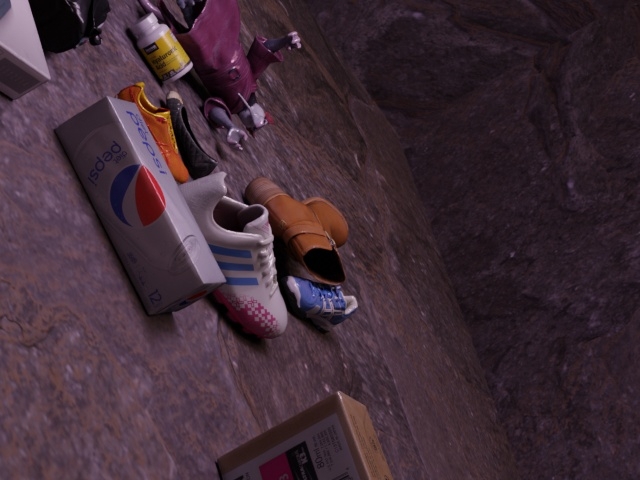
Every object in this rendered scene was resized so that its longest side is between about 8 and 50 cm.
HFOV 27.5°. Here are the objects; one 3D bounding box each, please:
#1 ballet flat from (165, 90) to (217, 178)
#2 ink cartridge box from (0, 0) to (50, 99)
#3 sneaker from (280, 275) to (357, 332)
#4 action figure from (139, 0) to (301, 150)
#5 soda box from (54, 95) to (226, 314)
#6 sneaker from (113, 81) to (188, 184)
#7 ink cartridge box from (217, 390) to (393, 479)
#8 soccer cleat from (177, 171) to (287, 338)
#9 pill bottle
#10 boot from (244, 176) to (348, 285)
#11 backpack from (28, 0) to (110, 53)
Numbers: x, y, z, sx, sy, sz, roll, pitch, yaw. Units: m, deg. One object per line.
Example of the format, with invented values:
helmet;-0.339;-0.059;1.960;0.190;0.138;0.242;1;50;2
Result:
ballet flat;-0.218;-0.181;2.212;0.173;0.049;0.057;66;13;21
ink cartridge box;-0.462;-0.337;1.576;0.296;0.066;0.261;37;28;-62
sneaker;-0.004;0.100;2.362;0.211;0.081;0.080;34;31;-61
action figure;-0.201;-0.331;2.461;0.275;0.248;0.370;18;-34;37
soda box;-0.239;-0.046;1.747;0.286;0.091;0.098;62;13;8
sneaker;-0.249;-0.162;2.015;0.175;0.067;0.064;57;11;-22
ink cartridge box;-0.002;0.334;1.606;0.088;0.193;0.235;38;25;-55
soccer cleat;-0.112;0.029;1.960;0.331;0.143;0.116;50;17;-41
pill bottle;-0.279;-0.335;2.278;0.116;0.065;0.065;56;14;-19
boot;0.000;0.000;2.415;0.283;0.109;0.220;37;9;-49
backpack;-0.367;-0.340;1.841;0.182;0.115;0.152;-76;147;-73
